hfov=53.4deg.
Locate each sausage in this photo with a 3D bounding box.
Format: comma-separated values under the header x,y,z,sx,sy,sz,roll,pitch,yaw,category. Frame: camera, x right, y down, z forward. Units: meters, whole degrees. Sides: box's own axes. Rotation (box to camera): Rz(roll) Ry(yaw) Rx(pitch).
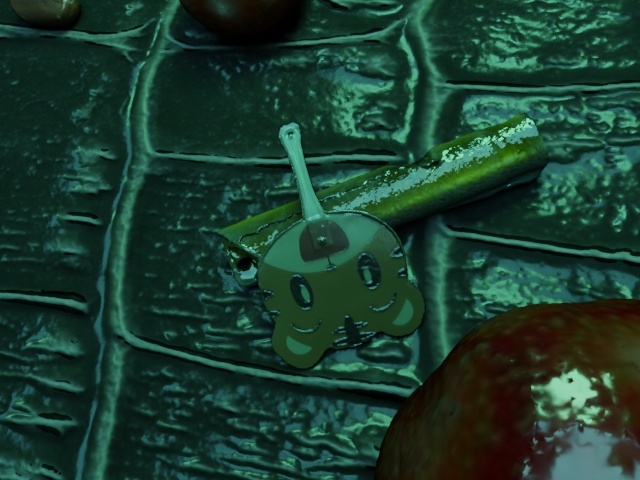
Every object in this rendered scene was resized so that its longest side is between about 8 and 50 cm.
x,y,z,sx,sy,sz,roll,pitch,yaw,category
-0.364,-0.314,0.840,0.094,0.054,0.058,5,70,16,sausage

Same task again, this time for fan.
x,y,z,sx,sy,sz,roll,pitch,yaw,category
0.000,0.000,0.600,0.153,0.008,0.226,-18,92,7,fan

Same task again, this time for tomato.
x,y,z,sx,sy,sz,roll,pitch,yaw,category
-0.096,-0.315,0.728,0.168,0.167,0.167,-5,68,12,tomato

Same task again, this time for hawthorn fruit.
x,y,z,sx,sy,sz,roll,pitch,yaw,category
0.173,0.187,0.379,0.266,0.265,0.307,-19,47,6,hawthorn fruit

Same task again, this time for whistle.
x,y,z,sx,sy,sz,roll,pitch,yaw,category
0.057,-0.037,0.625,0.327,0.057,0.067,-21,87,7,whistle
